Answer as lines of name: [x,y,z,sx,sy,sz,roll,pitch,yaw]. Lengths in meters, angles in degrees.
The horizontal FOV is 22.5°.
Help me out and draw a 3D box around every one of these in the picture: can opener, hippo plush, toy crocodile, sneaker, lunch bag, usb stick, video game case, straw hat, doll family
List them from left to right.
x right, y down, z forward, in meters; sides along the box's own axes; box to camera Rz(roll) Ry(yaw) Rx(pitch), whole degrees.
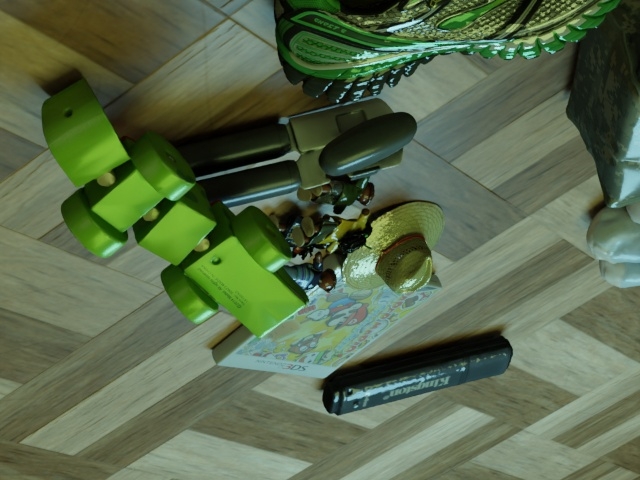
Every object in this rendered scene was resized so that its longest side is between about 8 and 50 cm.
toy crocodile: [-0.134,-0.020,1.505,0.115,0.105,0.340,-40,128,15]
can opener: [-0.045,-0.085,1.581,0.284,0.076,0.095,-14,170,-15]
doll family: [0.000,0.000,1.786,0.111,0.076,0.193,0,150,-44]
video game case: [0.009,0.099,2.010,0.227,0.026,0.206,-40,148,29]
straw hat: [0.100,0.027,1.880,0.145,0.061,0.144,-22,144,-17]
usb stick: [0.138,0.187,2.236,0.278,0.045,0.077,-12,151,-18]
sneaker: [0.124,-0.229,1.399,0.344,0.134,0.146,-20,152,-4]
hippo plush: [0.502,0.043,2.040,0.294,0.236,0.234,-9,149,-23]
lunch bag: [0.420,-0.183,1.660,0.287,0.168,0.235,-14,151,-6]
